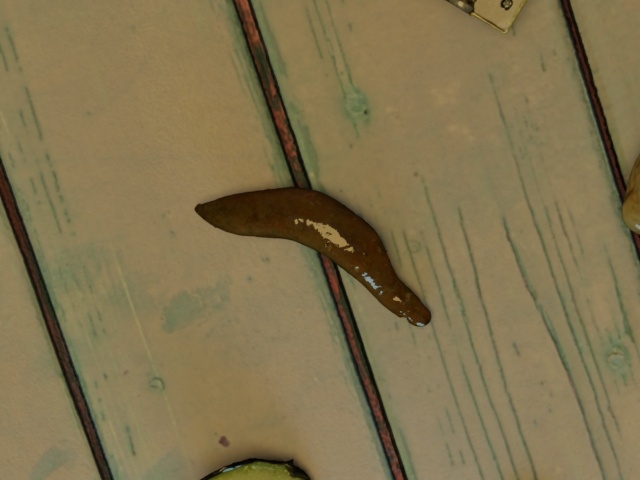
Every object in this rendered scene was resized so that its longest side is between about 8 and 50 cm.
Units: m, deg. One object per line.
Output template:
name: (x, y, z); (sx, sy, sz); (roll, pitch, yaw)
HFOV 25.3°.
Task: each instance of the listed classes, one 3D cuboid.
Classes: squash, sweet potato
squash: (-0.091, 0.384, 1.953); (0.184, 0.085, 0.192); (-25, 97, -15)
sweet potato: (0.005, -0.003, 1.866); (0.346, 0.079, 0.108); (28, 131, 4)

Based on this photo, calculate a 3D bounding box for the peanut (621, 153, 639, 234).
peanut: (0.475, -0.113, 1.741); (0.125, 0.111, 0.274); (29, 112, -31)

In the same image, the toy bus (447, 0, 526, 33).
toy bus: (0.155, -0.347, 1.779); (0.226, 0.074, 0.081); (30, 104, 4)
